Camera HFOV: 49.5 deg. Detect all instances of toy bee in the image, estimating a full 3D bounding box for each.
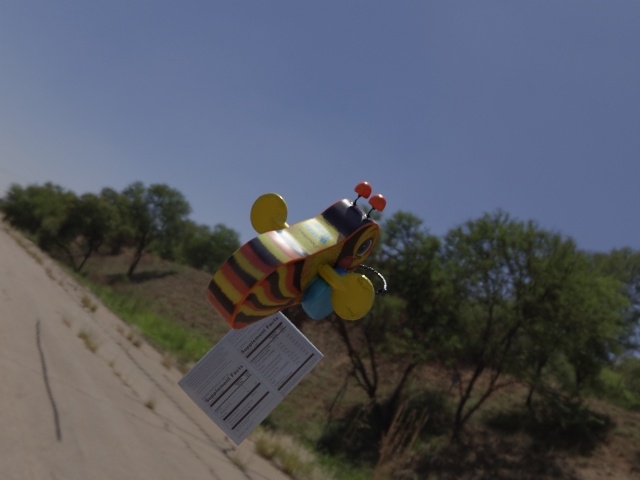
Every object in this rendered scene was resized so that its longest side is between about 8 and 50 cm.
[{"bbox_3d":[0.000,0.000,0.844,0.195,0.162,0.298,32,28,9],"label":"toy bee"}]

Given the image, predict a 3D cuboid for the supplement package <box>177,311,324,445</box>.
[{"bbox_3d":[-0.122,0.239,1.253,0.145,0.204,0.262,44,-12,7],"label":"supplement package"}]
